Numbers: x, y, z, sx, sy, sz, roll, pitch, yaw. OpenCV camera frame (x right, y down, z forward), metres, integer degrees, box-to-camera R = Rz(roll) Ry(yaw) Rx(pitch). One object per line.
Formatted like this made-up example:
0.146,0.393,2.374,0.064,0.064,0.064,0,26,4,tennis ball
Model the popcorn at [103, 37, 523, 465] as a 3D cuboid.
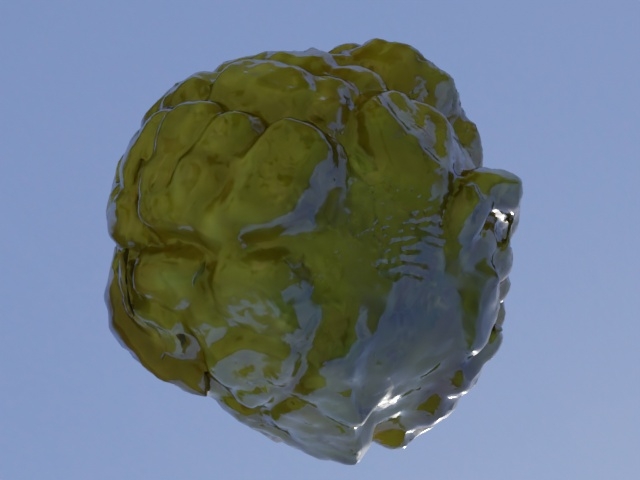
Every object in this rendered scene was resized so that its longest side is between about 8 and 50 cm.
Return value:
0.000,0.000,0.902,0.250,0.250,0.190,-51,-137,-7,popcorn
